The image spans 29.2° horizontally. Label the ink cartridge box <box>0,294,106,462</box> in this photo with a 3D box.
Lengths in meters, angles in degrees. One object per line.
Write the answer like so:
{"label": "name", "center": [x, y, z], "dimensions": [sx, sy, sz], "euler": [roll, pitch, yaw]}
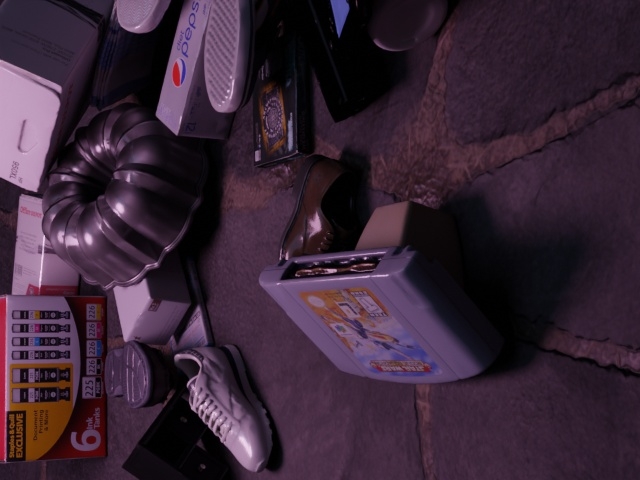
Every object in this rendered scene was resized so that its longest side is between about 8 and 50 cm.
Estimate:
{"label": "ink cartridge box", "center": [-0.553, 0.260, 2.318], "dimensions": [0.130, 0.271, 0.310], "euler": [-10, 80, 55]}

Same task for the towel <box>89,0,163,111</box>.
{"label": "towel", "center": [-0.311, -0.373, 2.106], "dimensions": [0.034, 0.209, 0.285], "euler": [24, 115, 9]}

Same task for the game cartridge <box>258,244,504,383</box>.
{"label": "game cartridge", "center": [0.072, 0.095, 1.489], "dimensions": [0.297, 0.198, 0.062], "euler": [-8, 37, 53]}

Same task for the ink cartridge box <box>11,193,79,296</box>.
{"label": "ink cartridge box", "center": [-0.555, 0.019, 2.500], "dimensions": [0.158, 0.092, 0.218], "euler": [13, 100, 55]}

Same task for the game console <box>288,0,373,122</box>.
{"label": "game console", "center": [0.017, -0.292, 1.562], "dimensions": [0.361, 0.044, 0.213], "euler": [124, 127, -78]}

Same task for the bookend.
{"label": "bookend", "center": [-0.207, 0.338, 1.962], "dimensions": [0.157, 0.156, 0.072], "euler": [36, 129, 0]}

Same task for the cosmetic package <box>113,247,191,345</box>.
{"label": "cosmetic package", "center": [-0.297, 0.056, 2.099], "dimensions": [0.117, 0.085, 0.231], "euler": [-56, 39, 35]}

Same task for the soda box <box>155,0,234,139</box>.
{"label": "soda box", "center": [-0.172, -0.309, 1.951], "dimensions": [0.091, 0.098, 0.286], "euler": [41, 121, 47]}

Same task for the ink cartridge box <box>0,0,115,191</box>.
{"label": "ink cartridge box", "center": [-0.462, -0.327, 2.119], "dimensions": [0.285, 0.166, 0.395], "euler": [119, 173, -50]}

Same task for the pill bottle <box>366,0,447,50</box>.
{"label": "pill bottle", "center": [0.080, -0.339, 1.572], "dimensions": [0.108, 0.108, 0.180], "euler": [-57, 44, 37]}

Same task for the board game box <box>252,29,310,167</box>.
{"label": "board game box", "center": [-0.060, -0.210, 1.843], "dimensions": [0.126, 0.026, 0.186], "euler": [-10, 79, 55]}

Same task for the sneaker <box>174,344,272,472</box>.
{"label": "sneaker", "center": [-0.149, 0.260, 1.882], "dimensions": [0.090, 0.094, 0.235], "euler": [-60, 44, 31]}

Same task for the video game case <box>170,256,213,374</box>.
{"label": "video game case", "center": [-0.228, 0.128, 2.077], "dimensions": [0.119, 0.015, 0.166], "euler": [-45, 52, 45]}

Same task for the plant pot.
{"label": "plant pot", "center": [0.109, 0.010, 1.515], "dimensions": [0.109, 0.109, 0.096], "euler": [-12, 64, 55]}

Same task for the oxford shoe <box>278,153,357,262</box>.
{"label": "oxford shoe", "center": [0.000, 0.000, 1.692], "dimensions": [0.096, 0.082, 0.227], "euler": [19, 104, 50]}

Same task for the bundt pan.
{"label": "bundt pan", "center": [-0.345, -0.090, 2.055], "dimensions": [0.330, 0.124, 0.331], "euler": [-22, 53, 32]}

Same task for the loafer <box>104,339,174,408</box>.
{"label": "loafer", "center": [-0.285, 0.219, 2.032], "dimensions": [0.302, 0.095, 0.109], "euler": [170, 101, -68]}

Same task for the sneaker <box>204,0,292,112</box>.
{"label": "sneaker", "center": [-0.093, -0.346, 1.810], "dimensions": [0.126, 0.127, 0.321], "euler": [5, 93, 59]}

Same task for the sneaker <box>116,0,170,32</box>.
{"label": "sneaker", "center": [-0.223, -0.447, 1.973], "dimensions": [0.108, 0.169, 0.293], "euler": [9, 79, 31]}
